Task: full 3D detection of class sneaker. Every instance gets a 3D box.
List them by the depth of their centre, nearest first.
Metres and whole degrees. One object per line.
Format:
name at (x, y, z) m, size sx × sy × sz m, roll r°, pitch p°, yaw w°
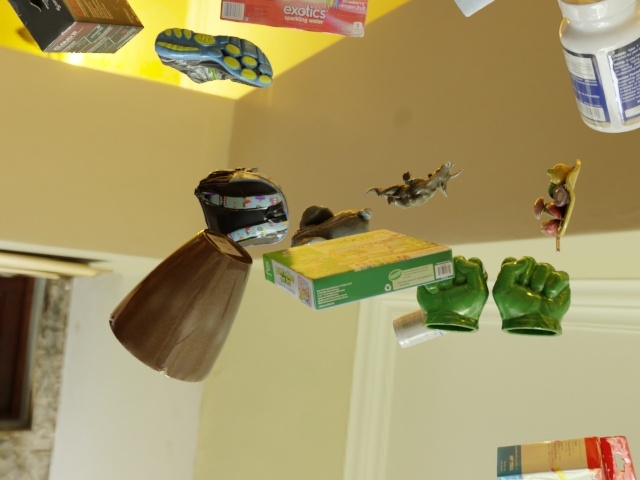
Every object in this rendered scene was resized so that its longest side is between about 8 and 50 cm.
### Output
sneaker at (-0.164, -0.280, 1.170) m, size 0.078 × 0.188 × 0.067 m, roll 124°, pitch -23°, yaw -72°

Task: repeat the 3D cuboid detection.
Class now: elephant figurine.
elephant figurine at (0.000, 0.000, 1.896) m, size 0.169 × 0.239 × 0.186 m, roll -119°, pitch -152°, yaw -80°

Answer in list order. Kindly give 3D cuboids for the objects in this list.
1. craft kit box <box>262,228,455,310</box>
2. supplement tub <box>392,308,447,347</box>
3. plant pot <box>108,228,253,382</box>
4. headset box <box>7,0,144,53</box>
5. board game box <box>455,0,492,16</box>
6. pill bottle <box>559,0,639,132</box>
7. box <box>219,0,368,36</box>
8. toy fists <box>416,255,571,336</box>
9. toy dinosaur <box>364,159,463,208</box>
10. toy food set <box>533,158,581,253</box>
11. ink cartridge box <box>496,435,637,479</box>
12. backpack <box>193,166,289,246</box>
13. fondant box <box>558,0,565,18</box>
craft kit box at (0.057, 0.042, 1.272) m, size 0.247 × 0.250 × 0.061 m, roll -166°, pitch -114°, yaw -67°
supplement tub at (0.220, 0.186, 1.639) m, size 0.107 × 0.071 × 0.071 m, roll -21°, pitch -122°, yaw 16°
plant pot at (-0.231, 0.100, 1.364) m, size 0.230 × 0.215 × 0.215 m, roll -55°, pitch -145°, yaw 11°
headset box at (-0.535, -0.510, 1.569) m, size 0.110 × 0.293 × 0.218 m, roll -33°, pitch -89°, yaw 22°
board game box at (0.160, -0.433, 0.696) m, size 0.318 × 0.318 × 0.066 m, roll -44°, pitch -167°, yaw -17°
pill bottle at (0.497, -0.328, 1.281) m, size 0.153 × 0.264 × 0.153 m, roll -18°, pitch -139°, yaw 17°
box at (-0.054, -0.519, 1.559) m, size 0.142 × 0.300 × 0.154 m, roll -103°, pitch -162°, yaw -71°
toy fists at (0.315, 0.095, 1.380) m, size 0.279 × 0.096 × 0.142 m, roll 0°, pitch -109°, yaw 20°
toy dinosaur at (0.270, -0.140, 2.267) m, size 0.313 × 0.160 × 0.121 m, roll -25°, pitch -112°, yaw 43°
toy food set at (0.506, -0.081, 1.628) m, size 0.128 × 0.071 × 0.218 m, roll -66°, pitch 164°, yaw -50°
ink cartridge box at (0.451, 0.438, 1.366) m, size 0.231 × 0.134 × 0.078 m, roll -13°, pitch -154°, yaw 21°
backpack at (-0.139, -0.068, 1.471) m, size 0.117 × 0.173 × 0.158 m, roll -60°, pitch 140°, yaw -57°
fondant box at (0.549, -0.589, 1.441) m, size 0.096 × 0.330 × 0.238 m, roll 41°, pitch -87°, yaw 33°
